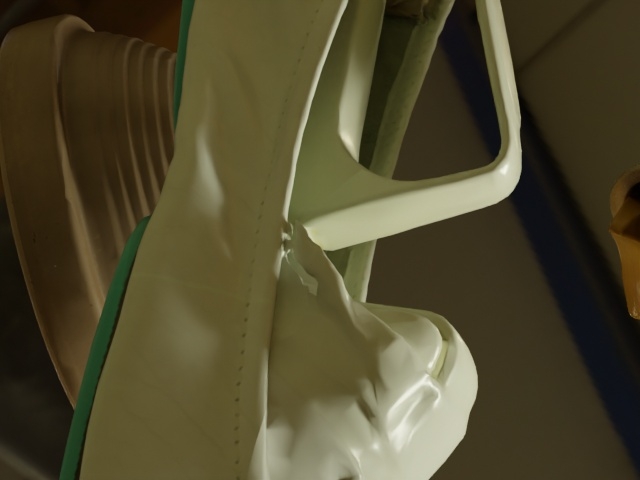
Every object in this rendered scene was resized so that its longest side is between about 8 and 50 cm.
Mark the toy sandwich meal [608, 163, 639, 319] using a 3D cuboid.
[{"bbox_3d":[0.106,0.012,0.461,0.085,0.085,0.029,-2,-129,56],"label":"toy sandwich meal"}]

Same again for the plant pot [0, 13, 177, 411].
[{"bbox_3d":[-0.075,-0.009,0.930,0.110,0.237,0.237,-13,-146,7],"label":"plant pot"}]

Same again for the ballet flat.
[{"bbox_3d":[0.000,0.000,0.627,0.139,0.139,0.400,-16,-124,47],"label":"ballet flat"}]
